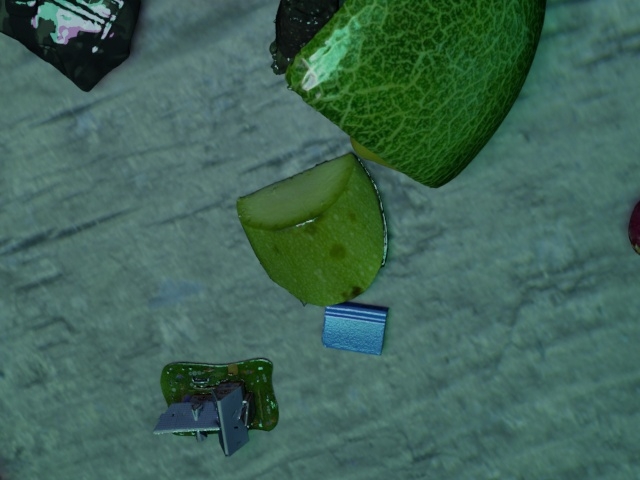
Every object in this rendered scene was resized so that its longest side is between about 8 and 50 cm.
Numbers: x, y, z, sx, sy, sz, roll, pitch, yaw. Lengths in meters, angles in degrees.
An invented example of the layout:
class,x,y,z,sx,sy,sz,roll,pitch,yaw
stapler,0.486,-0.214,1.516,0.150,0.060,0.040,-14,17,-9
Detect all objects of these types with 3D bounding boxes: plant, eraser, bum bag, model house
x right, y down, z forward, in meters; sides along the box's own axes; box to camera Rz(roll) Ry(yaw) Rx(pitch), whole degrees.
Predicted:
class,x,y,z,sx,sy,sz,roll,pitch,yaw
plant,-0.018,-0.252,1.315,0.094,0.143,0.092,-8,66,-4
eraser,0.046,0.117,1.461,0.084,0.027,0.063,8,107,6
bum bag,-0.395,-0.314,1.370,0.340,0.095,0.144,28,106,-3
model house,-0.149,0.234,1.489,0.166,0.088,0.117,-3,106,9

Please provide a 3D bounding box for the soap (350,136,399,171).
class,x,y,z,sx,sy,sz,roll,pitch,yaw
soap,0.108,-0.131,1.373,0.140,0.045,0.089,21,103,2

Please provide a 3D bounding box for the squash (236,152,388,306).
class,x,y,z,sx,sy,sz,roll,pitch,yaw
squash,-0.007,0.001,1.397,0.191,0.085,0.184,-23,93,16

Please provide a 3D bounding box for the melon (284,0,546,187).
class,x,y,z,sx,sy,sz,roll,pitch,yaw
melon,0.136,-0.264,1.237,0.331,0.226,0.344,28,104,-39

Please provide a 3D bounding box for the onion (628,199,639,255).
class,x,y,z,sx,sy,sz,roll,pitch,yaw
onion,0.436,-0.016,1.337,0.107,0.097,0.107,-1,86,18
